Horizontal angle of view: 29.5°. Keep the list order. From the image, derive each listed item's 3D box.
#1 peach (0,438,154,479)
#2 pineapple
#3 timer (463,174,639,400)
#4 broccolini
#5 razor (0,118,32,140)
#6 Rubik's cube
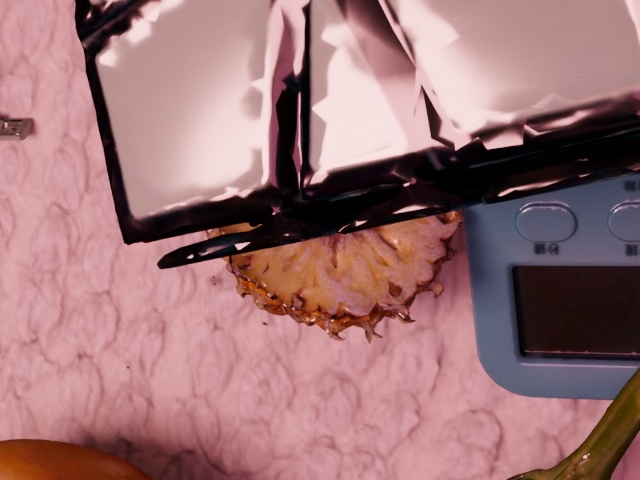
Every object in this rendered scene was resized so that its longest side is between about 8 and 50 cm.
[{"bbox_3d":[-0.207,0.295,0.890,0.332,0.308,0.308,48,112,22],"label":"peach"},{"bbox_3d":[0.003,-0.002,0.838,0.176,0.137,0.161,22,68,4],"label":"pineapple"},{"bbox_3d":[0.208,-0.008,0.783,0.232,0.091,0.250,-2,103,19],"label":"timer"},{"bbox_3d":[0.175,0.133,0.793,0.079,0.074,0.392,24,121,-3],"label":"broccolini"},{"bbox_3d":[-0.274,-0.182,0.939,0.084,0.036,0.211,2,102,17],"label":"razor"},{"bbox_3d":[0.064,-0.157,0.598,0.288,0.283,0.293,-9,94,30],"label":"Rubik's cube"}]
